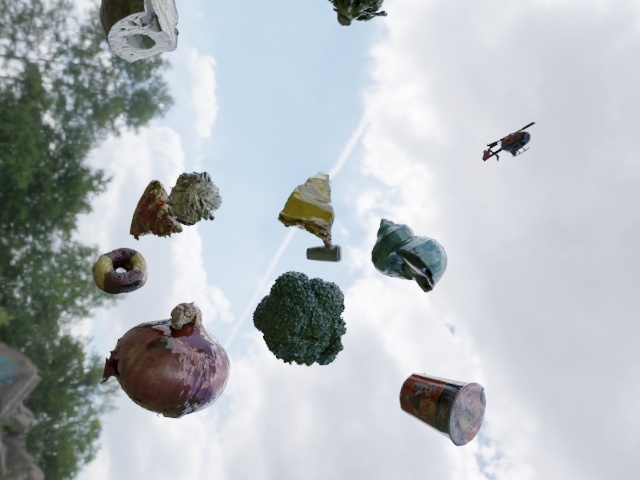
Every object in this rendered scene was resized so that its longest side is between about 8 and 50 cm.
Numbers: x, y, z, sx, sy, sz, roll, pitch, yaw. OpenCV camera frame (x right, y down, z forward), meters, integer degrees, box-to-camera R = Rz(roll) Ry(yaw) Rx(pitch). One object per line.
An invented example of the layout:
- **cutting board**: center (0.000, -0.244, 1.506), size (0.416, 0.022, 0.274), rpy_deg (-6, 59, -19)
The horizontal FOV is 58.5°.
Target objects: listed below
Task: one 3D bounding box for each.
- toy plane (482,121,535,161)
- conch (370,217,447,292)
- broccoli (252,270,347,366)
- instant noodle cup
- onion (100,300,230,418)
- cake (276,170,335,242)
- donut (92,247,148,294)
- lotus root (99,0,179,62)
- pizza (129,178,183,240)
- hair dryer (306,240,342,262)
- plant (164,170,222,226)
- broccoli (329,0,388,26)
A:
- **toy plane**: center (0.438, -0.224, 1.337), size (0.145, 0.037, 0.060), rpy_deg (-31, -136, 42)
- **conch**: center (0.211, 0.030, 1.387), size (0.202, 0.134, 0.196), rpy_deg (32, -25, 14)
- **broccoli**: center (-0.033, 0.150, 1.095), size (0.196, 0.156, 0.195), rpy_deg (-2, -95, 21)
- **instant noodle cup**: center (0.232, 0.318, 1.117), size (0.136, 0.127, 0.127), rpy_deg (10, -79, 47)
- **onion**: center (-0.442, 0.365, 1.656), size (0.354, 0.354, 0.353), rpy_deg (7, -82, 58)
- **cake**: center (0.007, -0.066, 1.050), size (0.116, 0.185, 0.079), rpy_deg (26, -65, 21)
- **donut**: center (-0.517, 0.075, 1.478), size (0.140, 0.141, 0.059), rpy_deg (64, -37, 33)
- **lotus root**: center (-0.413, -0.522, 1.279), size (0.314, 0.142, 0.210), rpy_deg (98, -11, -78)
- **pizza**: center (-0.462, -0.067, 1.612), size (0.199, 0.062, 0.188), rpy_deg (27, -81, 32)
- **hair dryer**: center (0.006, -0.002, 1.665), size (0.054, 0.106, 0.154), rpy_deg (-75, 163, -49)
- **plant**: center (-0.222, -0.067, 1.055), size (0.105, 0.122, 0.116), rpy_deg (-21, -120, 20)
- **broccoli**: center (0.070, -0.518, 1.227), size (0.130, 0.131, 0.120), rpy_deg (14, -111, 29)
